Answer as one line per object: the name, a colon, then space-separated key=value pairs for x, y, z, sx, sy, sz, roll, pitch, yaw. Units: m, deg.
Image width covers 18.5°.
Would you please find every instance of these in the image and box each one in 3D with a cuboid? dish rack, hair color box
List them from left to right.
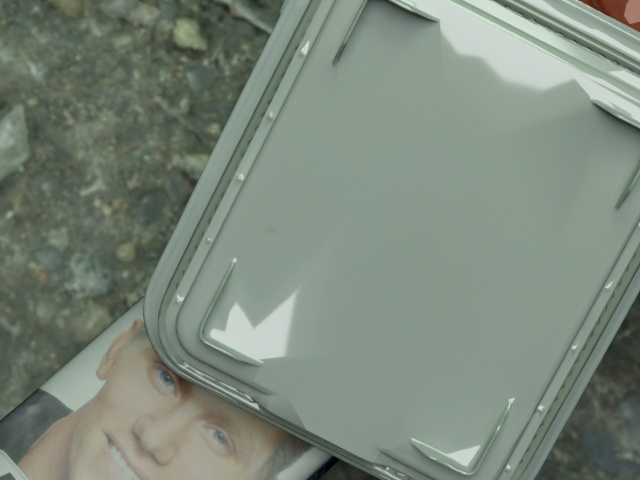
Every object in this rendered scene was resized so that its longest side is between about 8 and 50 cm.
hair color box: x=-0.135 y=0.168 z=1.351 sx=0.347 sy=0.105 sz=0.174 roll=-42 pitch=82 yaw=-11
dish rack: x=0.065 y=-0.007 z=1.221 sx=0.285 sy=0.072 sz=0.333 roll=27 pitch=102 yaw=-2

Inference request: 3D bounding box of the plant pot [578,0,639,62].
plant pot: x=0.130 y=-0.096 z=1.353 sx=0.265 sy=0.272 sz=0.272 roll=-29 pitch=80 yaw=0
